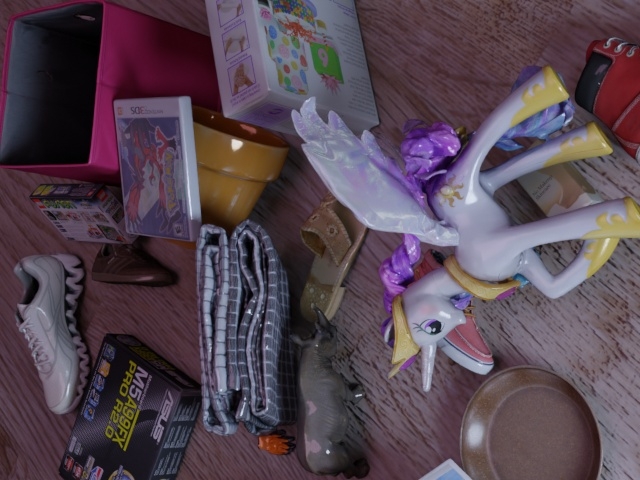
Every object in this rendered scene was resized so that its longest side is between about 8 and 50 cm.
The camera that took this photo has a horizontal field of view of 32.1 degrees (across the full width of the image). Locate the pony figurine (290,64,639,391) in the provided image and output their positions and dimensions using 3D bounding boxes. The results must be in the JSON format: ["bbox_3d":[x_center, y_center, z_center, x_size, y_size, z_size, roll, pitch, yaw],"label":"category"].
[{"bbox_3d":[0.162,-0.043,1.320,0.363,0.303,0.351,-34,73,22],"label":"pony figurine"}]

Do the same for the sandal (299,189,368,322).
[{"bbox_3d":[0.005,0.001,1.592,0.088,0.079,0.240,18,96,40],"label":"sandal"}]

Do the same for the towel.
[{"bbox_3d":[-0.101,0.132,1.561,0.121,0.235,0.283,-4,78,1],"label":"towel"}]

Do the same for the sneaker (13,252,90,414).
[{"bbox_3d":[-0.484,0.164,1.966,0.110,0.118,0.292,-17,75,36],"label":"sneaker"}]

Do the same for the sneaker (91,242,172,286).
[{"bbox_3d":[-0.321,0.039,1.875,0.188,0.066,0.071,1,82,40],"label":"sneaker"}]

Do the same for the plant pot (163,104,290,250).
[{"bbox_3d":[-0.172,-0.089,1.675,0.205,0.205,0.188,30,105,39],"label":"plant pot"}]

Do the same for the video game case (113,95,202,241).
[{"bbox_3d":[-0.235,-0.104,1.590,0.183,0.023,0.201,6,104,50],"label":"video game case"}]

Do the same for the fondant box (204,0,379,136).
[{"bbox_3d":[-0.050,-0.318,1.576,0.096,0.238,0.330,-24,69,36],"label":"fondant box"}]

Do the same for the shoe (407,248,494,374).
[{"bbox_3d":[0.176,0.089,1.445,0.178,0.063,0.081,48,118,37],"label":"shoe"}]

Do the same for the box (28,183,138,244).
[{"bbox_3d":[-0.407,-0.047,1.918,0.207,0.114,0.036,3,48,46],"label":"box"}]

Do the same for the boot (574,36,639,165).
[{"bbox_3d":[0.403,-0.222,1.281,0.244,0.088,0.176,-54,53,26],"label":"boot"}]

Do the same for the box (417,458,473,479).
[{"bbox_3d":[0.180,0.385,1.346,0.203,0.114,0.103,41,148,36],"label":"box"}]

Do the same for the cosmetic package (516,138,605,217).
[{"bbox_3d":[0.294,-0.066,1.379,0.060,0.041,0.115,-52,55,25],"label":"cosmetic package"}]

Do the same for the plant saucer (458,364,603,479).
[{"bbox_3d":[0.263,0.253,1.367,0.199,0.036,0.198,-7,79,40],"label":"plant saucer"}]

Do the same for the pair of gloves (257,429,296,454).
[{"bbox_3d":[-0.064,0.278,1.660,0.074,0.010,0.083,1,84,41],"label":"pair of gloves"}]

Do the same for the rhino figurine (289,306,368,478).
[{"bbox_3d":[0.006,0.211,1.545,0.073,0.106,0.243,-13,76,38],"label":"rhino figurine"}]

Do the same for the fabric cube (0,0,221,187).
[{"bbox_3d":[-0.337,-0.224,1.798,0.254,0.258,0.259,2,86,42],"label":"fabric cube"}]

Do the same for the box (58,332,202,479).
[{"bbox_3d":[-0.315,0.318,1.836,0.216,0.060,0.270,29,103,39],"label":"box"}]
